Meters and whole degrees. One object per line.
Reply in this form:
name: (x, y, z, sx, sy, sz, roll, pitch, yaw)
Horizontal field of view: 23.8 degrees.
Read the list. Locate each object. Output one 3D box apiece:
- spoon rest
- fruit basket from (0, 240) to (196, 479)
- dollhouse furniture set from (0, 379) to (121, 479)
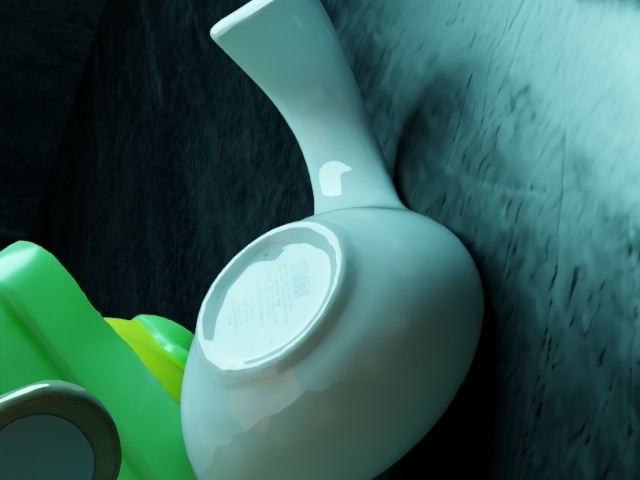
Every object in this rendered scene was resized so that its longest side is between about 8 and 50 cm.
spoon rest: (0.000, 0.000, 0.644, 0.137, 0.084, 0.276, -28, 40, 21)
fruit basket: (-0.139, 0.181, 0.751, 0.283, 0.392, 0.392, 48, 134, 20)
dollhouse furniture set: (-0.051, 0.216, 0.342, 0.355, 0.174, 0.303, -138, 27, -74)
